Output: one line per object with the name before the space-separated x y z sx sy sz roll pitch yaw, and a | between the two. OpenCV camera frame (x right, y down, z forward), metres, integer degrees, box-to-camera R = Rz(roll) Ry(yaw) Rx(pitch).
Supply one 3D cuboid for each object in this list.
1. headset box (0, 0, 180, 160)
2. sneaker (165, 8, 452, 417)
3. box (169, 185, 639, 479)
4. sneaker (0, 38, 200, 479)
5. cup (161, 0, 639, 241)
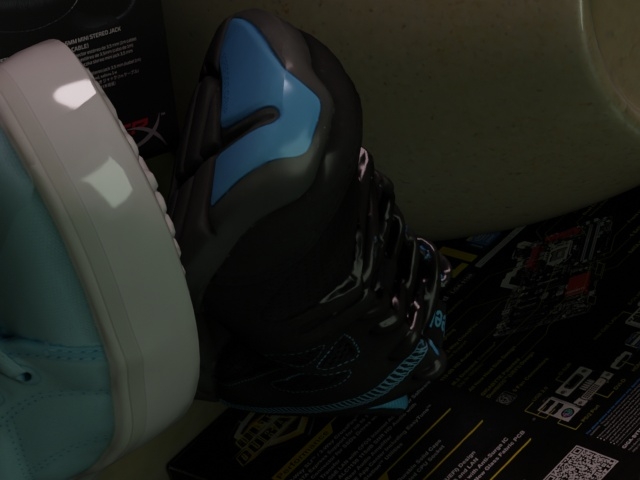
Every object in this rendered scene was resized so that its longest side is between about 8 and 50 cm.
headset box | -0.189 -0.156 0.816 0.218 0.110 0.293 -21 114 -36
sneaker | 0.000 0.000 0.874 0.140 0.341 0.125 15 75 0
box | 0.119 0.077 1.035 0.322 0.257 0.079 -42 124 -26
sneaker | -0.152 0.060 0.768 0.150 0.366 0.135 -28 73 -27
cup | 0.098 -0.144 0.980 0.331 0.237 0.331 -10 105 -38
